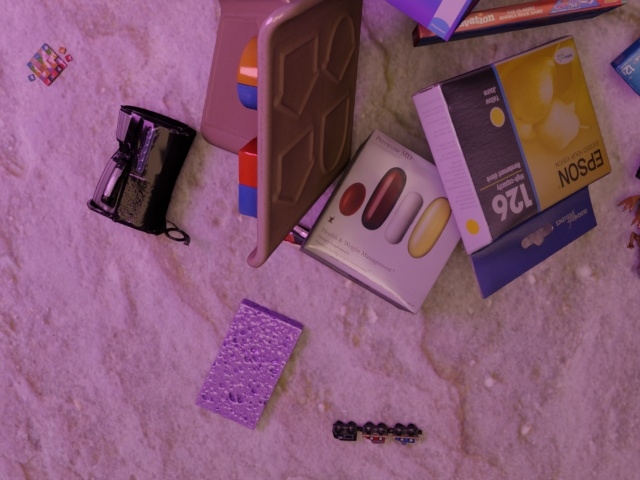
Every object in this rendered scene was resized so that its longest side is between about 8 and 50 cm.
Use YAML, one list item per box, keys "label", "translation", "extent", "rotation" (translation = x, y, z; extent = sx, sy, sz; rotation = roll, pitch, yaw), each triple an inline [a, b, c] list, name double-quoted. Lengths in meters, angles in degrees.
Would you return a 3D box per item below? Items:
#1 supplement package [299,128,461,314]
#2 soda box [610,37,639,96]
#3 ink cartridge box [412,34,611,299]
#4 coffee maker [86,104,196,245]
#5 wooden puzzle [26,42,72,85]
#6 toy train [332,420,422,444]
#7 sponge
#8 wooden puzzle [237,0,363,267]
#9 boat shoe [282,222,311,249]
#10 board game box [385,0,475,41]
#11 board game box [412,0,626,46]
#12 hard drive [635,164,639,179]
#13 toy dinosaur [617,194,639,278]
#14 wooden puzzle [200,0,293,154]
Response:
- label: "supplement package"
  translation: [0.102, -0.025, 1.059]
  extent: [0.194, 0.149, 0.203]
  rotation: [30, 86, -3]
- label: "soda box"
  translation: [0.539, -0.306, 1.015]
  extent: [0.071, 0.067, 0.210]
  rotation: [45, 116, -5]
- label: "ink cartridge box"
  translation: [0.304, -0.114, 1.010]
  extent: [0.303, 0.072, 0.307]
  rotation: [-26, 98, -32]
- label: "coffee maker"
  translation: [-0.267, -0.111, 1.122]
  extent: [0.171, 0.120, 0.178]
  rotation: [18, 104, -24]
- label: "wooden puzzle"
  translation: [-0.453, -0.291, 1.142]
  extent: [0.083, 0.006, 0.049]
  rotation: [-44, 95, 11]
- label: "toy train"
  translation: [0.099, 0.341, 1.218]
  extent: [0.158, 0.027, 0.036]
  rotation: [1, 105, 4]
- label: "sponge"
  translation: [-0.125, 0.217, 1.207]
  extent: [0.117, 0.031, 0.210]
  rotation: [25, 102, -1]
- label: "wooden puzzle"
  translation: [-0.028, -0.181, 0.936]
  extent: [0.080, 0.322, 0.348]
  rotation: [19, 125, 14]
- label: "boat shoe"
  translation: [0.000, 0.000, 1.149]
  extent: [0.137, 0.049, 0.043]
  rotation: [16, 100, 5]
- label: "board game box"
  translation: [0.075, -0.426, 0.894]
  extent: [0.347, 0.233, 0.078]
  rotation: [34, 137, 3]
- label: "board game box"
  translation: [0.280, -0.325, 1.014]
  extent: [0.281, 0.145, 0.027]
  rotation: [-8, 101, 5]
- label: "hard drive"
  translation: [0.568, -0.104, 1.074]
  extent: [0.135, 0.022, 0.094]
  rotation: [30, 71, 3]
- label: "toy dinosaur"
  translation: [0.539, -0.041, 1.107]
  extent: [0.112, 0.064, 0.212]
  rotation: [20, 99, -33]
- label: "wooden puzzle"
  translation: [-0.109, -0.247, 1.043]
  extent: [0.044, 0.221, 0.239]
  rotation: [-1, 106, -34]
